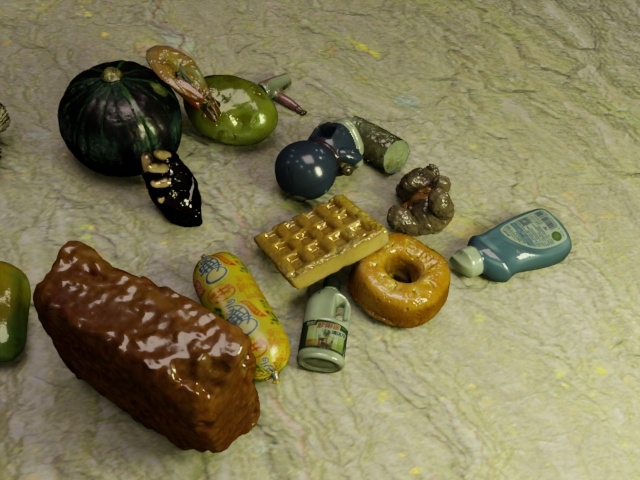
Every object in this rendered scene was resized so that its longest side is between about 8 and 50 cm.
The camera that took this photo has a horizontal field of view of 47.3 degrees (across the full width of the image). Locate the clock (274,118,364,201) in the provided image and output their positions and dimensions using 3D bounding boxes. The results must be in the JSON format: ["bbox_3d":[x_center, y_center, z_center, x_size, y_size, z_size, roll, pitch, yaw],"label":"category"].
[{"bbox_3d":[-0.012,-0.199,1.819,0.199,0.147,0.243,11,41,34],"label":"clock"}]

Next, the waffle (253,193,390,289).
[{"bbox_3d":[0.000,0.000,1.628,0.247,0.055,0.221,-26,33,-13],"label":"waffle"}]

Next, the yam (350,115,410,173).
[{"bbox_3d":[0.136,-0.256,1.918,0.183,0.107,0.107,33,53,22],"label":"yam"}]

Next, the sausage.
[{"bbox_3d":[-0.167,0.149,1.511,0.123,0.123,0.347,-21,56,-23],"label":"sausage"}]

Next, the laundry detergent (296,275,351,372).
[{"bbox_3d":[0.013,0.170,1.555,0.099,0.070,0.226,4,48,7],"label":"laundry detergent"}]

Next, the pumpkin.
[{"bbox_3d":[-0.488,-0.312,1.790,0.314,0.239,0.315,1,50,-1],"label":"pumpkin"}]

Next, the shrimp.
[{"bbox_3d":[-0.332,-0.389,1.796,0.267,0.061,0.145,53,31,13],"label":"shrimp"}]

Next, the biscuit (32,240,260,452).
[{"bbox_3d":[-0.306,0.209,1.303,0.394,0.343,0.166,25,55,17],"label":"biscuit"}]

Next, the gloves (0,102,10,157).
[{"bbox_3d":[-0.860,-0.204,1.712,0.210,0.135,0.313,6,52,-11],"label":"gloves"}]

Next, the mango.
[{"bbox_3d":[-0.660,0.141,1.474,0.137,0.091,0.238,-7,51,-6],"label":"mango"}]

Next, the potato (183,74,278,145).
[{"bbox_3d":[-0.234,-0.338,1.907,0.253,0.148,0.186,25,79,7],"label":"potato"}]

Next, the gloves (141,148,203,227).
[{"bbox_3d":[-0.343,-0.130,1.675,0.164,0.203,0.124,34,55,21],"label":"gloves"}]

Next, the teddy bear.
[{"bbox_3d":[0.248,-0.099,1.782,0.140,0.177,0.190,35,35,-40],"label":"teddy bear"}]

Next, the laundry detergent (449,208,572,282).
[{"bbox_3d":[0.443,0.024,1.730,0.289,0.094,0.143,-19,61,-18],"label":"laundry detergent"}]

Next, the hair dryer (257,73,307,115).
[{"bbox_3d":[-0.095,-0.400,2.051,0.106,0.054,0.154,-30,69,-34],"label":"hair dryer"}]

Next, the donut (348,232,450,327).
[{"bbox_3d":[0.177,0.087,1.619,0.226,0.114,0.227,4,51,-5],"label":"donut"}]
